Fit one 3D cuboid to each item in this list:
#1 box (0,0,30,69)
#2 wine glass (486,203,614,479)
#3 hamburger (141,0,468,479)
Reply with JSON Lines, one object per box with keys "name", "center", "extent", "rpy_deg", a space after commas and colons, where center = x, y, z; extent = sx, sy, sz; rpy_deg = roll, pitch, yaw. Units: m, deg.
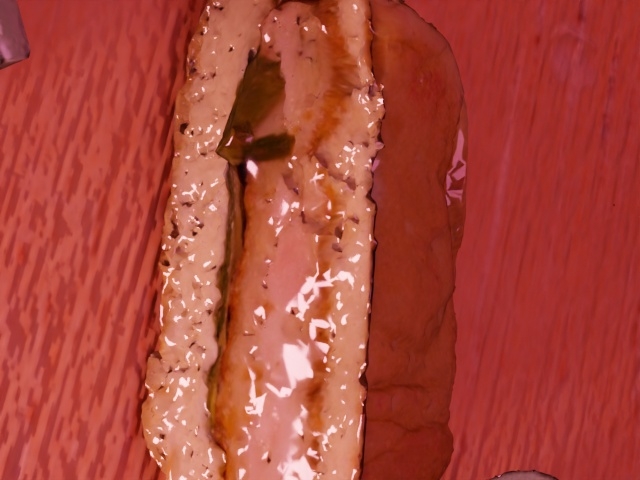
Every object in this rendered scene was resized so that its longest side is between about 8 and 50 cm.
{"name": "box", "center": [-0.250, -0.140, 0.547], "extent": [0.225, 0.117, 0.225], "rpy_deg": [-17, 94, -38]}
{"name": "wine glass", "center": [0.223, 0.175, 0.877], "extent": [0.309, 0.096, 0.264], "rpy_deg": [42, 66, -27]}
{"name": "hamburger", "center": [0.000, 0.000, 0.732], "extent": [0.131, 0.124, 0.262], "rpy_deg": [12, 80, -55]}
